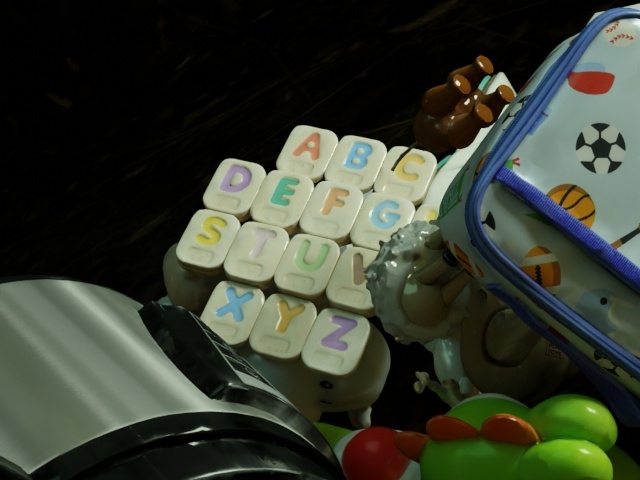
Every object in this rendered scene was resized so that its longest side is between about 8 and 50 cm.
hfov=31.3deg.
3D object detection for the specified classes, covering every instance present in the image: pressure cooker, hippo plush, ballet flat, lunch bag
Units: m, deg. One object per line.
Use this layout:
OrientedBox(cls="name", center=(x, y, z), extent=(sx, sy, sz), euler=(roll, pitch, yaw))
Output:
OrientedBox(cls="pressure cooker", center=(-0.156, 0.256, 0.813), extent=(0.370, 0.375, 0.420), euler=(-3, 21, -36))
OrientedBox(cls="hippo plush", center=(-0.023, 0.119, 1.243), extent=(0.294, 0.234, 0.236), euler=(-18, 46, -18))
OrientedBox(cls="ballet flat", center=(0.202, -0.075, 1.348), extent=(0.139, 0.139, 0.400), euler=(-19, 19, 30))
OrientedBox(cls="lunch bag", center=(0.252, 0.000, 0.841), extent=(0.243, 0.303, 0.115), euler=(-53, 6, -11))

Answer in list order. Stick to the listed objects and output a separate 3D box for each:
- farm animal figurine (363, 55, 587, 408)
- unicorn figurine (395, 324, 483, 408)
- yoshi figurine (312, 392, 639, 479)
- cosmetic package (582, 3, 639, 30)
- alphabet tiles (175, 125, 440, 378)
OrientedBox(cls="farm animal figurine", center=(0.186, 0.015, 1.038), extent=(0.172, 0.330, 0.327), euler=(-39, 28, 45))
OrientedBox(cls="unicorn figurine", center=(0.116, 0.123, 1.039), extent=(0.060, 0.111, 0.162), euler=(-10, 71, 29))
OrientedBox(cls="yoshi figurine", center=(0.119, 0.224, 0.927), extent=(0.203, 0.203, 0.362), euler=(-3, -16, -39))
OrientedBox(cls="cosmetic package", center=(0.423, -0.149, 1.170), extent=(0.385, 0.156, 0.217), euler=(-3, 41, 48))
OrientedBox(cls="alphabet tiles", center=(0.000, 0.000, 1.162), extent=(0.284, 0.021, 0.278), euler=(14, 59, 20))
